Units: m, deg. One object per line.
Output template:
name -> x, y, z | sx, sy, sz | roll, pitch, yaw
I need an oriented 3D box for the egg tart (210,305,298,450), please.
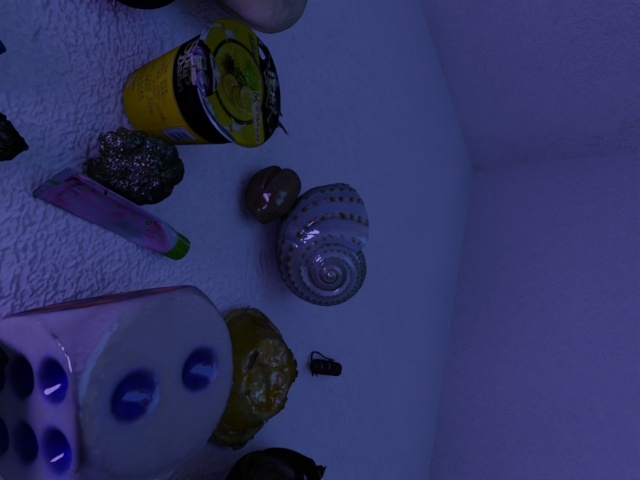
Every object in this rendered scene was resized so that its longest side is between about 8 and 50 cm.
egg tart -> -0.149, 0.307, 1.040 | 0.315, 0.120, 0.315 | 4, 85, -58

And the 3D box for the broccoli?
broccoli -> -0.312, -0.128, 0.787 | 0.138, 0.145, 0.162 | 56, 7, 22

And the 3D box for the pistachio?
pistachio -> -0.113, -0.117, 1.126 | 0.185, 0.124, 0.125 | -49, 129, -53

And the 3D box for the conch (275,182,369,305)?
conch -> -0.013, 0.002, 1.185 | 0.215, 0.319, 0.303 | -2, 110, -29

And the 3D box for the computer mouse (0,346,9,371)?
computer mouse -> -0.478, 0.178, 0.461 | 0.295, 0.168, 0.087 | -51, 129, -50

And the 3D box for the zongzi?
zongzi -> -0.134, 0.634, 0.901 | 0.403, 0.207, 0.432 | 81, 26, -65

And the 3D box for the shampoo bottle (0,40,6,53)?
shampoo bottle -> -0.489, -0.307, 0.574 | 0.087, 0.050, 0.183 | -57, 135, -40

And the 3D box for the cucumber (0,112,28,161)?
cucumber -> -0.507, -0.151, 0.496 | 0.359, 0.096, 0.096 | 3, 86, -59

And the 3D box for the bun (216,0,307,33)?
bun -> -0.172, -0.596, 0.967 | 0.361, 0.213, 0.361 | 38, 41, -44

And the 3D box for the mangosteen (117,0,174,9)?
mangosteen -> -0.312, -0.509, 0.773 | 0.194, 0.194, 0.231 | 12, 54, -58

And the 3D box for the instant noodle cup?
instant noodle cup -> -0.222, -0.258, 0.834 | 0.215, 0.236, 0.216 | 6, 83, -58

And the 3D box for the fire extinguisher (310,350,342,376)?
fire extinguisher -> 0.008, 0.369, 1.374 | 0.157, 0.045, 0.078 | 29, 36, -54

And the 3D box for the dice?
dice -> -0.301, 0.198, 0.667 | 0.251, 0.259, 0.243 | -9, 94, -57

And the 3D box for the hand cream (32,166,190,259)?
hand cream -> -0.336, -0.035, 0.790 | 0.079, 0.050, 0.275 | -49, 142, 1

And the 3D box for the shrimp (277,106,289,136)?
shrimp -> -0.134, -0.340, 1.144 | 0.233, 0.079, 0.090 | 53, 8, -47
